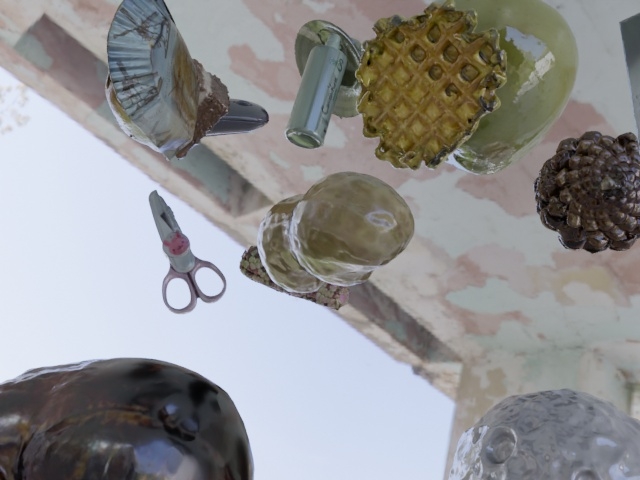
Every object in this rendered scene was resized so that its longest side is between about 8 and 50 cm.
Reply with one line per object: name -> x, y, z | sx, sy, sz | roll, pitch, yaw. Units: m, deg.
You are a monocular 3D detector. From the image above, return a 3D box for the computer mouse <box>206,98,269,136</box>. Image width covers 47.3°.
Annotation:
computer mouse -> -0.215, -0.237, 1.396 | 0.233, 0.120, 0.057 | -7, -61, -11

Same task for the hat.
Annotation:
hat -> 0.061, -0.430, 1.770 | 0.252, 0.110, 0.252 | 35, -35, 29

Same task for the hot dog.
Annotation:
hot dog -> -0.205, -0.192, 0.889 | 0.082, 0.162, 0.270 | 3, -7, 0

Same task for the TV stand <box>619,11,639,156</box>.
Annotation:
TV stand -> 0.288, -0.037, 0.514 | 0.088, 0.269, 0.083 | -11, 3, -9

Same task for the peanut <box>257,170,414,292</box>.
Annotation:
peanut -> 0.001, -0.001, 0.687 | 0.104, 0.085, 0.228 | 51, -29, -12

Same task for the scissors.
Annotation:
scissors -> -0.266, 0.016, 1.345 | 0.118, 0.242, 0.030 | -23, -13, -16

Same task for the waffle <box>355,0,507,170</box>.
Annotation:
waffle -> 0.174, -0.248, 1.202 | 0.262, 0.060, 0.280 | 6, -70, 31

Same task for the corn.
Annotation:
corn -> -0.065, 0.088, 1.744 | 0.281, 0.092, 0.092 | 21, -27, 17

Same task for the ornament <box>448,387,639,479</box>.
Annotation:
ornament -> 0.358, 0.379, 1.093 | 0.337, 0.337, 0.337 | 13, -29, 7

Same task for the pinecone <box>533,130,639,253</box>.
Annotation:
pinecone -> 0.350, -0.060, 0.940 | 0.174, 0.173, 0.173 | 13, -29, 7

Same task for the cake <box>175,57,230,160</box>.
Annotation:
cake -> -0.244, -0.236, 1.208 | 0.147, 0.134, 0.135 | 38, -73, -25

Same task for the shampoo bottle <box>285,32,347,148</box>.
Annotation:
shampoo bottle -> -0.001, -0.326, 1.554 | 0.085, 0.262, 0.085 | 14, -18, 5

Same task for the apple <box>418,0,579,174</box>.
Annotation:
apple -> 0.410, -0.407, 1.856 | 0.474, 0.473, 0.473 | 13, -29, 7

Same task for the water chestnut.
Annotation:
water chestnut -> -0.195, 0.238, 0.656 | 0.289, 0.244, 0.289 | 25, -47, 31
